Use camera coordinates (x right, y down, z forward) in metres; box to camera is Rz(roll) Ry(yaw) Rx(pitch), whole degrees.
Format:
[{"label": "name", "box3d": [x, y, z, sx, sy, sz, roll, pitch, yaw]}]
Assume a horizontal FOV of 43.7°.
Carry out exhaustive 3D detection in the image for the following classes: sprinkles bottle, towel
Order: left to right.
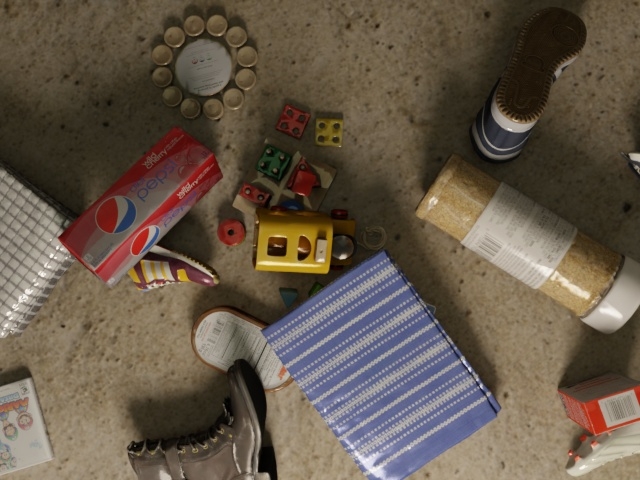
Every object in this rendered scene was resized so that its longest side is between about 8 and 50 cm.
[{"label": "towel", "box3d": [-0.548, -0.011, 1.310, 0.284, 0.121, 0.235, 36, 92, 4]}, {"label": "towel", "box3d": [0.099, 0.208, 1.262, 0.243, 0.040, 0.336, -35, 96, 4]}, {"label": "sprinkles bottle", "box3d": [0.325, 0.003, 1.239, 0.355, 0.121, 0.121, 33, 90, 5]}]

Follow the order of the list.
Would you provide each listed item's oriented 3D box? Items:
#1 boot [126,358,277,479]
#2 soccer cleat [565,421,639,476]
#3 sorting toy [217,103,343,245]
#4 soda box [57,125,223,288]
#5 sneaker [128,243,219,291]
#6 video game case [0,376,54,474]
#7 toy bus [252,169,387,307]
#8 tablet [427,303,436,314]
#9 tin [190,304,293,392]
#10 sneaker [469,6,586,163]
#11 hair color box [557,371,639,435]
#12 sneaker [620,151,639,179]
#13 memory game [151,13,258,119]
[{"label": "boot", "box3d": [-0.195, 0.322, 1.263, 0.229, 0.091, 0.262, -7, 102, 5]}, {"label": "soccer cleat", "box3d": [0.471, 0.313, 1.241, 0.196, 0.068, 0.076, -38, 88, -1]}, {"label": "sorting toy", "box3d": [-0.057, -0.096, 1.311, 0.132, 0.046, 0.274, 27, 89, 5]}, {"label": "soda box", "box3d": [-0.280, -0.055, 1.268, 0.092, 0.083, 0.263, 38, 75, 19]}, {"label": "sneaker", "box3d": [-0.256, 0.054, 1.309, 0.186, 0.069, 0.083, 21, 86, 14]}, {"label": "video game case", "box3d": [-0.539, 0.319, 1.338, 0.157, 0.019, 0.143, -17, 86, 3]}, {"label": "toy bus", "box3d": [-0.012, 0.005, 1.245, 0.202, 0.104, 0.191, -42, 105, 1]}, {"label": "tablet", "box3d": [0.141, 0.120, 1.305, 0.083, 0.006, 0.054, 19, 88, 4]}, {"label": "tin", "box3d": [-0.123, 0.178, 1.308, 0.190, 0.040, 0.106, 25, 93, 5]}, {"label": "sneaker", "box3d": [0.325, -0.243, 1.275, 0.099, 0.153, 0.282, 29, 59, 8]}, {"label": "hair color box", "box3d": [0.424, 0.241, 1.195, 0.093, 0.167, 0.053, -19, 86, 3]}, {"label": "sneaker", "box3d": [0.531, -0.080, 1.243, 0.153, 0.094, 0.234, 19, 88, 6]}, {"label": "memory game", "box3d": [-0.195, -0.293, 1.349, 0.186, 0.012, 0.186, 0, 87, 4]}]
